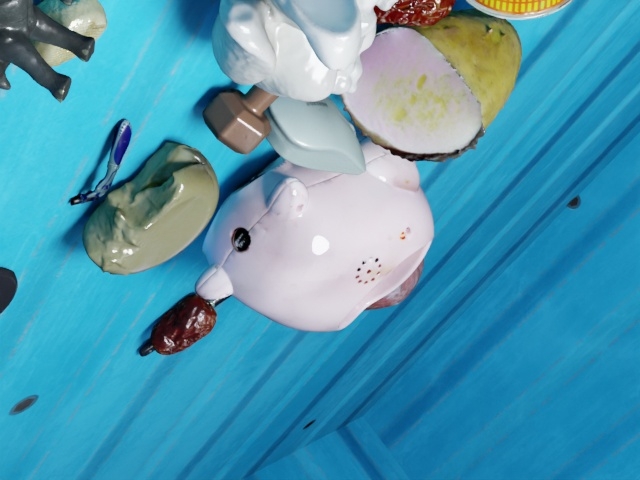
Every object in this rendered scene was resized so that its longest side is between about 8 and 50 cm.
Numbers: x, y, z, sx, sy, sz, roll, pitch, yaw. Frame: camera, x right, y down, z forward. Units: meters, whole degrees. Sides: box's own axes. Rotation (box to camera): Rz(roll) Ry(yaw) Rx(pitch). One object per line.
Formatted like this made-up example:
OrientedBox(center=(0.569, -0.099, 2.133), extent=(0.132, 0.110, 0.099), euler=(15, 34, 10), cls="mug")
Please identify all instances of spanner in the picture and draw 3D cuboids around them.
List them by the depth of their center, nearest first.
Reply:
OrientedBox(center=(-0.204, 0.124, 2.028), extent=(0.315, 0.024, 0.087), euler=(-35, 168, -9), cls="spanner")

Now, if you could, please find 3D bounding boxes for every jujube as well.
OrientedBox(center=(0.109, -0.320, 1.402), extent=(0.165, 0.104, 0.104), euler=(-23, 157, -40), cls="jujube")
OrientedBox(center=(-0.244, 0.153, 1.927), extent=(0.129, 0.077, 0.077), euler=(-38, 162, -2), cls="jujube")

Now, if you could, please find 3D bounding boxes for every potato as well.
OrientedBox(center=(0.194, -0.251, 1.619), extent=(0.266, 0.229, 0.229), euler=(-41, 170, -49), cls="potato")

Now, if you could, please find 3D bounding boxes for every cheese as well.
OrientedBox(center=(-0.218, -0.047, 1.466), extent=(0.202, 0.091, 0.175), euler=(-49, 159, 26), cls="cheese")

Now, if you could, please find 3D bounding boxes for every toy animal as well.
OrientedBox(center=(-0.277, -0.181, 0.972), extent=(0.269, 0.137, 0.082), euler=(125, -15, -50), cls="toy animal")
OrientedBox(center=(-0.016, -0.264, 1.193), extent=(0.272, 0.206, 0.265), euler=(-51, -178, -24), cls="toy animal")

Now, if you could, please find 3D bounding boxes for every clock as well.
OrientedBox(center=(0.000, 0.000, 1.735), extent=(0.368, 0.251, 0.376), euler=(-48, 160, 28), cls="clock")

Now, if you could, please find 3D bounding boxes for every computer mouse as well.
OrientedBox(center=(0.000, -0.162, 1.533), extent=(0.079, 0.128, 0.231), euler=(-35, 162, 27), cls="computer mouse")

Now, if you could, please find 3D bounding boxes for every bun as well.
OrientedBox(center=(-0.252, -0.212, 1.055), extent=(0.086, 0.055, 0.086), euler=(-36, 176, -3), cls="bun")

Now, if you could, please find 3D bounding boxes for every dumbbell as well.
OrientedBox(center=(-0.049, -0.211, 1.380), extent=(0.231, 0.082, 0.092), euler=(-44, -175, 18), cls="dumbbell")

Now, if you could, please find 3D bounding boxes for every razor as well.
OrientedBox(center=(-0.266, -0.091, 1.362), extent=(0.044, 0.028, 0.155), euler=(-18, 154, -46), cls="razor")

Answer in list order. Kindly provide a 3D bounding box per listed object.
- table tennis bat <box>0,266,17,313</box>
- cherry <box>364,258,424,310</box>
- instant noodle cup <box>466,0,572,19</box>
OrientedBox(center=(-0.498, 0.116, 1.436), extent=(0.236, 0.027, 0.150), euler=(-41, 162, 6), cls="table tennis bat")
OrientedBox(center=(0.087, 0.028, 2.044), extent=(0.285, 0.213, 0.236), euler=(-21, 155, 34), cls="cherry")
OrientedBox(center=(0.257, -0.416, 1.357), extent=(0.193, 0.193, 0.212), euler=(-34, 155, -11), cls="instant noodle cup")
